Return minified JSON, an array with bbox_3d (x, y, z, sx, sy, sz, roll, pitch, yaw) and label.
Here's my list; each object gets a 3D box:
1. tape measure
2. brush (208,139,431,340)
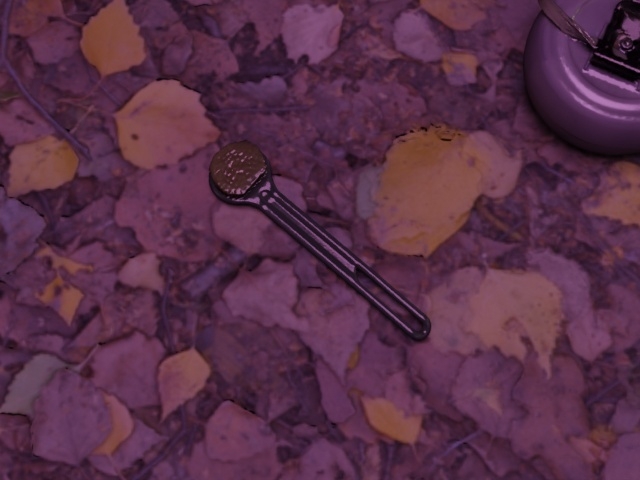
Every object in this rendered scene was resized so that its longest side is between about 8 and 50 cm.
[{"bbox_3d":[0.291,-0.170,0.973,0.196,0.105,0.178,17,75,4],"label":"tape measure"},{"bbox_3d":[0.000,0.000,0.964,0.266,0.027,0.062,40,78,11],"label":"brush"}]
